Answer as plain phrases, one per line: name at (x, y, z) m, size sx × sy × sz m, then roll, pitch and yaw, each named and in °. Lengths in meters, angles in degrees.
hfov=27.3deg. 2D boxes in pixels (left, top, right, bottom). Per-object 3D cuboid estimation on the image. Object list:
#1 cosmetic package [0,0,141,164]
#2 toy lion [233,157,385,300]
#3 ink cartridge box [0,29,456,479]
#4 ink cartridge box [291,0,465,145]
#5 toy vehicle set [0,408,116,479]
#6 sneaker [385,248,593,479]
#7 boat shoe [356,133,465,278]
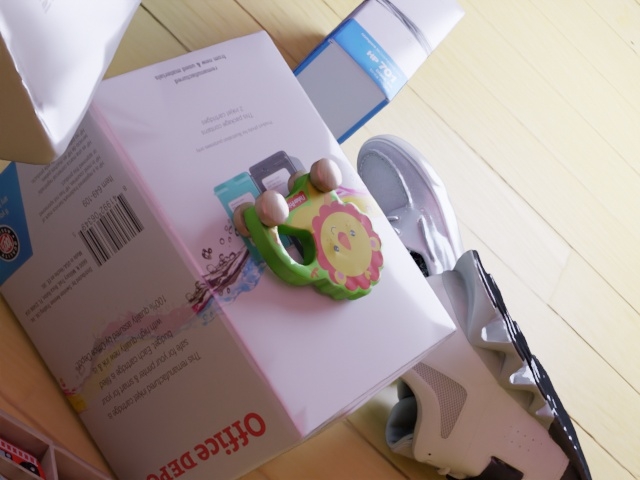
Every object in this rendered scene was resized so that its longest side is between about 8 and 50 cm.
cosmetic package at (-0.303, -0.281, 0.727) m, size 0.394 × 0.329 × 0.327 m, roll 8°, pitch 56°, yaw 17°
toy lion at (0.000, 0.000, 0.885) m, size 0.100 × 0.034 × 0.096 m, roll -33°, pitch 95°, yaw -47°
ink cartridge box at (-0.082, 0.027, 0.961) m, size 0.197 × 0.198 × 0.270 m, roll -28°, pitch 85°, yaw -48°
ink cartridge box at (0.035, -0.164, 1.227) m, size 0.082 × 0.140 × 0.190 m, roll 46°, pitch 43°, yaw -5°
toy vehicle set at (-0.198, 0.161, 0.793) m, size 0.267 × 0.035 × 0.166 m, roll 40°, pitch 11°, yaw -32°
sneaker at (0.138, 0.161, 1.141) m, size 0.330 × 0.146 × 0.122 m, roll 57°, pitch 12°, yaw -28°
boat shoe at (0.080, 0.007, 1.200) m, size 0.081 × 0.079 × 0.227 m, roll -10°, pitch 74°, yaw -49°
